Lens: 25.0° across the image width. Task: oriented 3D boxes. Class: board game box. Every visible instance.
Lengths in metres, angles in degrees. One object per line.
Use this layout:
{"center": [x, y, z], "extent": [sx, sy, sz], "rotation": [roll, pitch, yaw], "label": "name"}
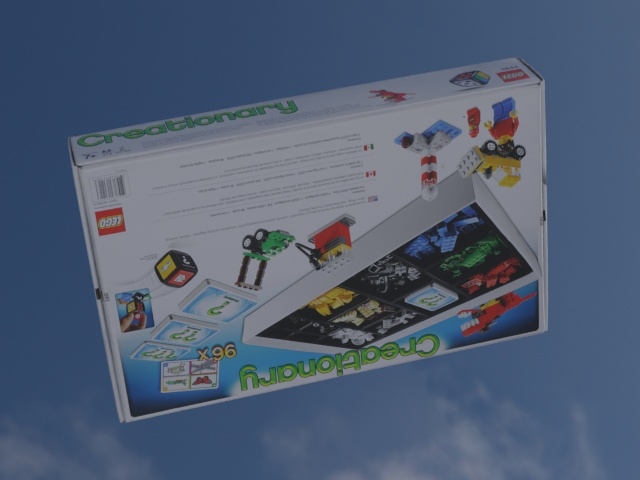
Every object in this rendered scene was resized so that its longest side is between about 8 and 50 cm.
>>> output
{"center": [0.000, 0.000, 0.956], "extent": [0.305, 0.053, 0.193], "rotation": [-11, -61, -11], "label": "board game box"}
